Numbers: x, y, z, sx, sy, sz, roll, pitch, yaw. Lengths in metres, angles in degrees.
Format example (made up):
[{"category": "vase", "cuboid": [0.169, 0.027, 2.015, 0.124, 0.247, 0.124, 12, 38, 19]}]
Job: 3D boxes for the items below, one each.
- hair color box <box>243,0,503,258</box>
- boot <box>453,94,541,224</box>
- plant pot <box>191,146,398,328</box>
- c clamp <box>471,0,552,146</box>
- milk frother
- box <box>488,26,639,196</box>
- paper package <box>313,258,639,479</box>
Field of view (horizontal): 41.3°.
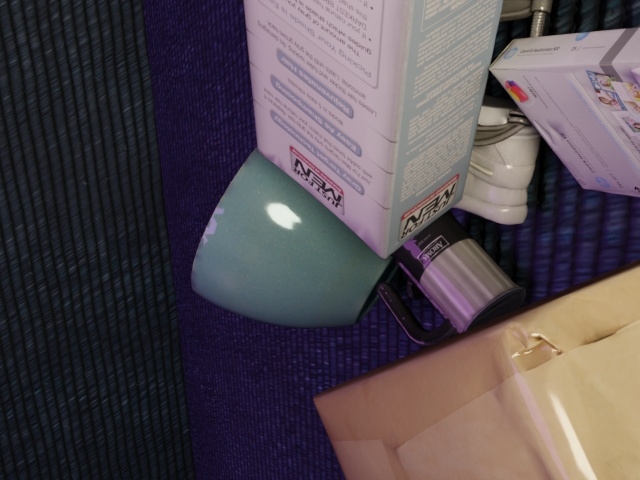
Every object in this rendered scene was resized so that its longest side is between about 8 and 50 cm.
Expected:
[{"category": "hair color box", "cuboid": [0.036, -0.172, 0.691, 0.185, 0.114, 0.374, 42, 154, 26]}, {"category": "boot", "cuboid": [0.127, -0.096, 0.891, 0.258, 0.095, 0.123, -145, 54, -60]}, {"category": "plant pot", "cuboid": [0.000, 0.000, 1.088, 0.195, 0.290, 0.290, 33, 143, 11]}, {"category": "c clamp", "cuboid": [0.169, -0.158, 0.742, 0.137, 0.022, 0.160, 20, 98, 51]}, {"category": "milk frother", "cuboid": [0.149, 0.050, 0.936, 0.129, 0.143, 0.134, -52, 59, 25]}, {"category": "box", "cuboid": [0.225, -0.088, 0.619, 0.145, 0.038, 0.186, 45, 170, -22]}, {"category": "paper package", "cuboid": [0.191, 0.104, 0.520, 0.168, 0.310, 0.325, 67, 158, 10]}]
